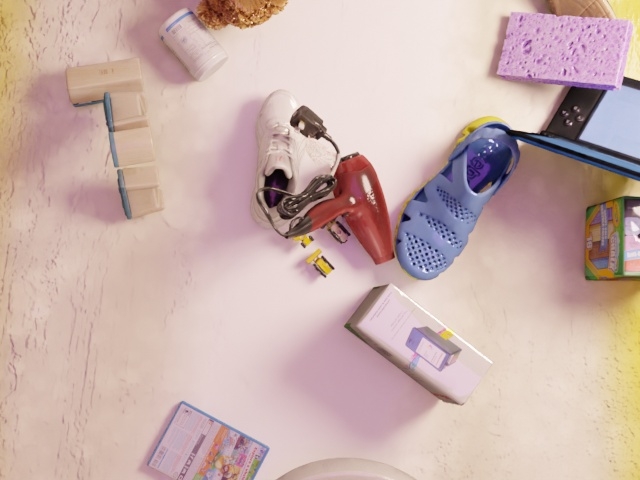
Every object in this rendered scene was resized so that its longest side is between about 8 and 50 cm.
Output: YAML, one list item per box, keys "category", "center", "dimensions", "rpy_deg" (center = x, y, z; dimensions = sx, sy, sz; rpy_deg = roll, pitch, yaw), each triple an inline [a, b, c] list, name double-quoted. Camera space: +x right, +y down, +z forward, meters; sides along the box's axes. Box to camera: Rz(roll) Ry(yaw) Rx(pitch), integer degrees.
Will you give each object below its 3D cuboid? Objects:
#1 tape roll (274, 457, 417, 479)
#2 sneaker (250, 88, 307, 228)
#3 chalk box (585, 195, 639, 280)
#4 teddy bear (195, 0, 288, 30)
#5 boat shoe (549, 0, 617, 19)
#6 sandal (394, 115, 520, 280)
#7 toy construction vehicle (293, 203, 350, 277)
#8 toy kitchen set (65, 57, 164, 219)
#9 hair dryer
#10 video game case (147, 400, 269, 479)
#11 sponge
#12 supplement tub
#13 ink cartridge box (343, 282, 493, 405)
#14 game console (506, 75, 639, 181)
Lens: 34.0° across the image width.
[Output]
- category: "tape roll"
  center: [0.039, 0.538, 1.665]
  dimensions: [0.391, 0.072, 0.392]
  rpy_deg: [0, 99, -1]
- category: "sneaker"
  center: [-0.064, -0.137, 1.713]
  dimensions: [0.090, 0.115, 0.232]
  rpy_deg: [3, 86, -6]
- category: "chalk box"
  center: [0.535, 0.000, 1.721]
  dimensions: [0.132, 0.213, 0.132]
  rpy_deg: [2, 86, -6]
- category: "teddy bear"
  center: [-0.149, -0.505, 1.744]
  dimensions: [0.245, 0.113, 0.338]
  rpy_deg: [-30, 82, -14]
- category: "boat shoe"
  center: [0.437, -0.433, 1.796]
  dimensions: [0.285, 0.103, 0.092]
  rpy_deg: [49, 50, -9]
- category: "sandal"
  center: [0.229, -0.077, 1.733]
  dimensions: [0.126, 0.138, 0.317]
  rpy_deg: [31, 85, -6]
- category: "toy construction vehicle"
  center: [0.000, 0.000, 1.756]
  dimensions: [0.098, 0.035, 0.086]
  rpy_deg: [45, 84, -10]
- category: "toy kitchen set"
  center: [-0.336, -0.163, 1.714]
  dimensions: [0.122, 0.166, 0.207]
  rpy_deg: [-10, 51, -7]
- category: "hair dryer"
  center: [0.017, -0.055, 1.695]
  dimensions: [0.293, 0.080, 0.224]
  rpy_deg: [35, 61, -30]
- category: "video game case"
  center: [-0.183, 0.354, 1.721]
  dimensions: [0.166, 0.015, 0.119]
  rpy_deg: [29, 83, -4]
- category: "sponge"
  center: [0.410, -0.320, 1.763]
  dimensions: [0.210, 0.031, 0.117]
  rpy_deg: [11, 83, 30]
- category: "supplement tub"
  center: [-0.211, -0.324, 1.732]
  dimensions: [0.071, 0.071, 0.107]
  rpy_deg: [-40, 92, -7]
- category: "ink cartridge box"
  center: [0.156, 0.169, 1.699]
  dimensions: [0.212, 0.154, 0.093]
  rpy_deg: [39, 82, -2]
- category: "game console"
  center: [0.490, -0.184, 1.674]
  dimensions: [0.293, 0.173, 0.250]
  rpy_deg: [24, 73, 30]
